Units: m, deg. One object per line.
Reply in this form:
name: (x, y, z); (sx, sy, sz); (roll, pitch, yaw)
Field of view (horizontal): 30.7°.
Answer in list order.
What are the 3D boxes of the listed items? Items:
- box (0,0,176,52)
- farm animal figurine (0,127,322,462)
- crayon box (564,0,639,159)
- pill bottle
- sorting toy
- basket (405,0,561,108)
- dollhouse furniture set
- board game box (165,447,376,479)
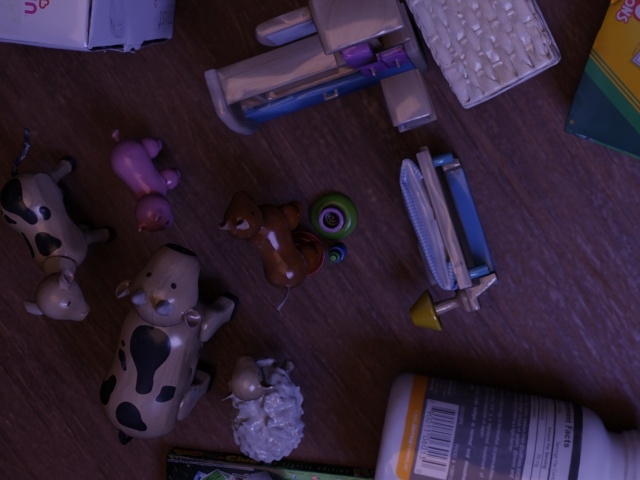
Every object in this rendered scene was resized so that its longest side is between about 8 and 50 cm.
box: (-0.280, -0.253, 1.109); (0.231, 0.262, 0.127); (7, 102, 8)
farm animal figurine: (-0.177, 0.063, 1.188); (0.330, 0.172, 0.327); (7, 108, 17)
crayon box: (0.358, -0.204, 1.082); (0.165, 0.081, 0.278); (25, 106, 28)
pill bottle: (0.197, 0.236, 1.185); (0.278, 0.162, 0.162); (11, 103, 6)
sorting toy: (0.000, 0.000, 1.229); (0.061, 0.042, 0.102); (39, 104, 0)
basket: (0.151, -0.220, 1.128); (0.113, 0.103, 0.167); (-27, 96, 13)
dollhouse furniture set: (0.032, -0.045, 1.086); (0.198, 0.286, 0.303); (-19, 87, 10)
board game box: (-0.046, 0.312, 1.308); (0.259, 0.030, 0.136); (6, 100, 8)
